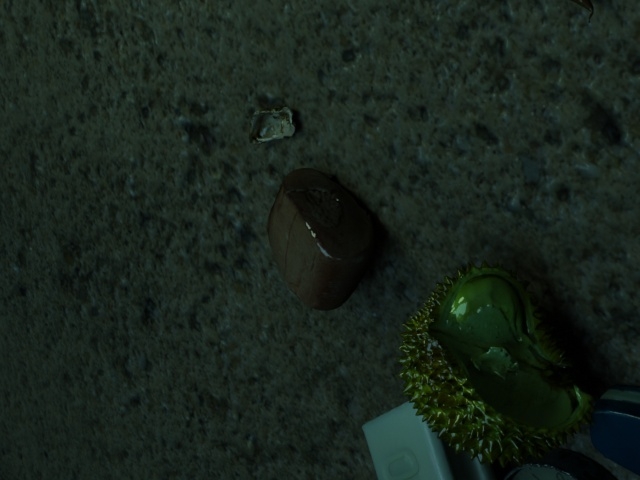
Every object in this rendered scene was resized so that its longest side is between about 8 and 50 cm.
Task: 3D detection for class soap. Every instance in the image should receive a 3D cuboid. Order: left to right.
[{"bbox_3d":[0.157,0.338,1.880,0.160,0.087,0.265,-37,67,54],"label":"soap"}]

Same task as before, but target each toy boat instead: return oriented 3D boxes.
[{"bbox_3d":[0.426,0.239,1.604,0.299,0.062,0.096,19,121,42],"label":"toy boat"}]

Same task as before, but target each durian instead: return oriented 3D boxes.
[{"bbox_3d":[0.200,0.155,1.703,0.237,0.200,0.176,53,163,17],"label":"durian"}]

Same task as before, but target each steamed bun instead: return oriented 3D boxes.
[{"bbox_3d":[0.000,0.000,1.934,0.175,0.106,0.145,58,147,32],"label":"steamed bun"}]

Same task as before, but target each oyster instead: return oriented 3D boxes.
[{"bbox_3d":[-0.066,-0.157,1.980,0.093,0.034,0.051,-7,120,38],"label":"oyster"}]

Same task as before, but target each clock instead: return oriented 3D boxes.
[{"bbox_3d":[0.306,0.362,1.815,0.215,0.042,0.215,25,126,39],"label":"clock"}]

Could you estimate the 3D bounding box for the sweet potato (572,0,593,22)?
[{"bbox_3d":[0.226,-0.304,1.566,0.195,0.056,0.056,49,138,12],"label":"sweet potato"}]
